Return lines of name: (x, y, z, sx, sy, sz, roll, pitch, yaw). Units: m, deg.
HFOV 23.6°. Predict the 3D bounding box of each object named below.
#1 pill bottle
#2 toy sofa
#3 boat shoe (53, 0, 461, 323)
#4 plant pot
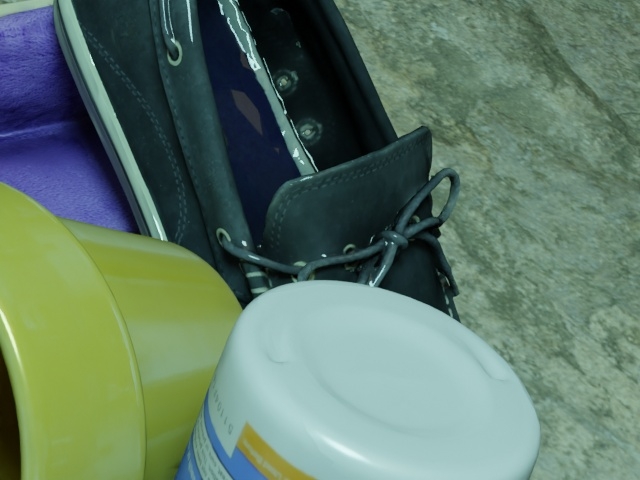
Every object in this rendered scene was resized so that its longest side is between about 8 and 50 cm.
pill bottle: (-0.011, 0.168, 0.753, 0.152, 0.272, 0.152, 17, 29, -10)
toy sofa: (-0.235, -0.040, 0.980, 0.362, 0.177, 0.150, -16, 51, -44)
boat shoe: (0.000, 0.000, 0.966, 0.186, 0.156, 0.500, -23, 85, -46)
plant pot: (-0.165, 0.087, 0.824, 0.254, 0.254, 0.239, 43, 23, 23)
